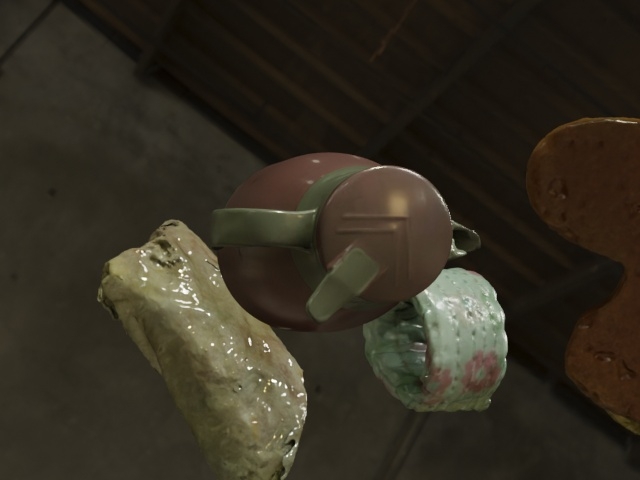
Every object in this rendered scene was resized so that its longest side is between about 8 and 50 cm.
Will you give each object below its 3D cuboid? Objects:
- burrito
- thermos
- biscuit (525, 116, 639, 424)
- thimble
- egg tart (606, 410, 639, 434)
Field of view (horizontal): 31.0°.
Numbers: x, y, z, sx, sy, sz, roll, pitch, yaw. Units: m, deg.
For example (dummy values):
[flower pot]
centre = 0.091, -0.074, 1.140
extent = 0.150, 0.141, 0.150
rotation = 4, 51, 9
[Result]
[burrito]
centre = -0.113, 0.133, 1.310
extent = 0.347, 0.175, 0.107
rotation = 57, -42, 6
[thermos]
centre = 0.000, 0.000, 0.857
extent = 0.176, 0.146, 0.265
rotation = 2, -2, -12
[biscuit]
centre = 0.302, 0.033, 1.044
extent = 0.262, 0.277, 0.052
rotation = 12, 9, 13
[thimble]
centre = 0.165, 0.143, 1.635
extent = 0.149, 0.211, 0.185
rotation = -1, -24, -31
[egg tart]
centre = 0.523, 0.181, 1.592
extent = 0.290, 0.115, 0.290
rotation = 2, -63, 3
